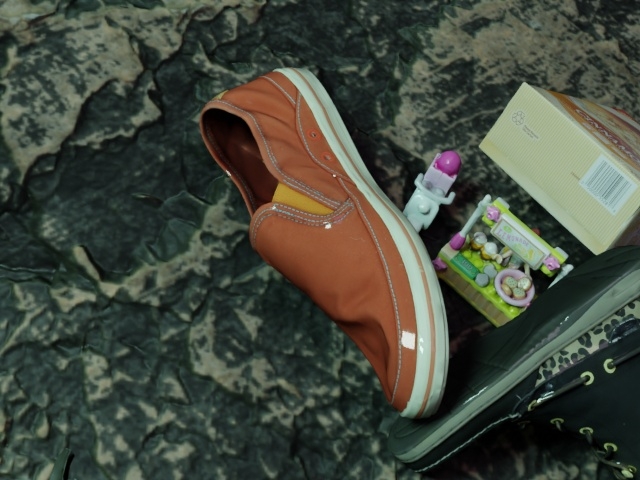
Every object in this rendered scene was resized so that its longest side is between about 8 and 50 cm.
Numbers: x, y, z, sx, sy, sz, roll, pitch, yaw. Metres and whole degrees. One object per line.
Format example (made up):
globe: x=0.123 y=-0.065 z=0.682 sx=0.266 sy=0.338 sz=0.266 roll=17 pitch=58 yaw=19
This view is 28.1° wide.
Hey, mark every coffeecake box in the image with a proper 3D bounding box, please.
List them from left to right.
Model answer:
coffeecake box: x=0.241 y=-0.052 z=1.056 sx=0.185 sy=0.068 sz=0.142 roll=3 pitch=37 yaw=-53

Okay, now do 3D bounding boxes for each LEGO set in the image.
LEGO set: x=0.202 y=0.023 z=1.023 sx=0.287 sy=0.107 sz=0.132 roll=24 pitch=51 yaw=-3

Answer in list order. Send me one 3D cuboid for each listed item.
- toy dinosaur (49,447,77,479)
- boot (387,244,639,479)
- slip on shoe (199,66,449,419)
toy dinosaur: x=-0.167 y=0.242 z=0.703 sx=0.218 sy=0.164 sz=0.322 roll=-45 pitch=101 yaw=-22
boot: x=0.186 y=0.137 z=0.937 sx=0.236 sy=0.085 sz=0.178 roll=-37 pitch=104 yaw=-4
slip on shoe: x=0.000 y=0.000 z=0.955 sx=0.101 sy=0.123 sz=0.331 roll=-15 pitch=54 yaw=-20
